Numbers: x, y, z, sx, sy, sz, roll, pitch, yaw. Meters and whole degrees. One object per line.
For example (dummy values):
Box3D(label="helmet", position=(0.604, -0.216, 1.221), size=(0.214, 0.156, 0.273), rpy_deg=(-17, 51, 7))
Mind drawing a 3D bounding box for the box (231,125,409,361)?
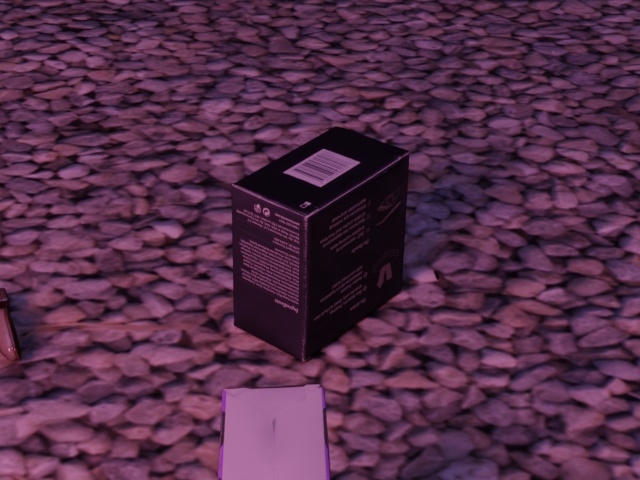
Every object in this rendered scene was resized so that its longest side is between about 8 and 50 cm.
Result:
Box3D(label="box", position=(0.000, 0.000, 1.238), size=(0.093, 0.158, 0.156), rpy_deg=(23, 37, 32))

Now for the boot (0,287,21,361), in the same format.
Box3D(label="boot", position=(-0.325, 0.083, 1.222), size=(0.087, 0.042, 0.118), rpy_deg=(-15, 32, -12))

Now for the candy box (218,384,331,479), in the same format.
Box3D(label="candy box", position=(-0.026, 0.219, 0.837), size=(0.070, 0.196, 0.165), rpy_deg=(-2, 31, -2))
